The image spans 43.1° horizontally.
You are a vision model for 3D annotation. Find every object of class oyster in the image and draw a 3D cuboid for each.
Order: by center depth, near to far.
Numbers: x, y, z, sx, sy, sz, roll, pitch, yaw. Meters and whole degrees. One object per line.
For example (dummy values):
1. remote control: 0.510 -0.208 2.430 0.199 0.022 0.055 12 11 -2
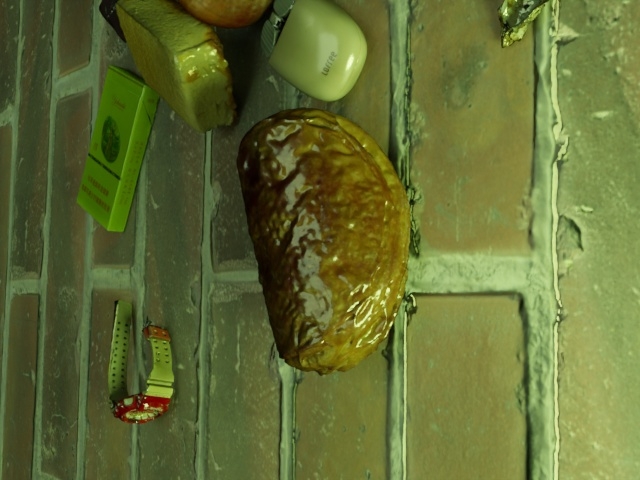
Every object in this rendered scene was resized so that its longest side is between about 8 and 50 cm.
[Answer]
1. oyster: 0.264 -0.309 1.019 0.132 0.029 0.086 -38 53 43

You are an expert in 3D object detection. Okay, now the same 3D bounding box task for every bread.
1. bread: -0.264 -0.340 1.512 0.275 0.114 0.185 46 158 41

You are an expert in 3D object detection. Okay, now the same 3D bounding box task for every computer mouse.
1. computer mouse: -0.019 -0.319 1.301 0.236 0.082 0.145 50 123 38

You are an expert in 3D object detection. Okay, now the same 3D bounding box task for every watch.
1. watch: -0.367 0.233 1.644 0.165 0.102 0.268 -23 61 38

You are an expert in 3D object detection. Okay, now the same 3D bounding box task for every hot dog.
1. hot dog: 0.000 0.000 1.185 0.267 0.174 0.387 -28 70 47

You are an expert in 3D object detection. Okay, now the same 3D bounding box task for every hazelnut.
1. hazelnut: -0.163 -0.460 1.379 0.214 0.214 0.176 2 64 49

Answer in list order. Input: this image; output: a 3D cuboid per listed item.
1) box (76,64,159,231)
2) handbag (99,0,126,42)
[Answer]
1. box: -0.456 -0.207 1.810 0.187 0.047 0.335 33 111 45
2. handbag: -0.387 -0.546 1.747 0.203 0.074 0.216 45 117 41
